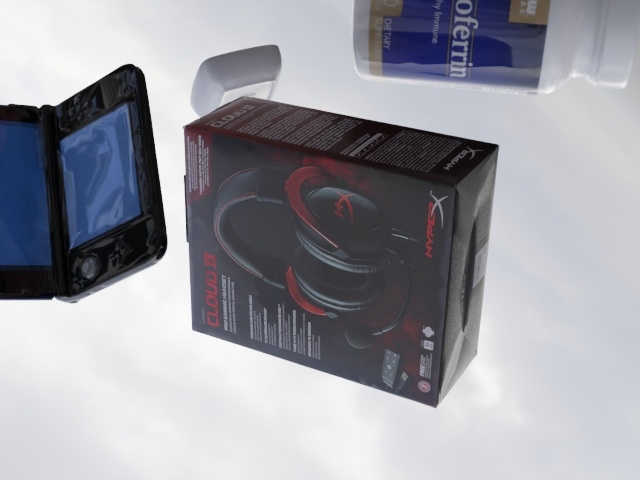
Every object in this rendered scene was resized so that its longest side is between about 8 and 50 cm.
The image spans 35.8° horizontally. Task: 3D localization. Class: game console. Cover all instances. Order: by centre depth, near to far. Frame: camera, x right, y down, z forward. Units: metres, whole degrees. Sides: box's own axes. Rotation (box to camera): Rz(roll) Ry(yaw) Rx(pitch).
[{"bbox_3d":[-0.352,-0.082,1.250,0.173,0.250,0.293,23,-131,-54],"label":"game console"}]

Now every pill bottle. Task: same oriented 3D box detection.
[{"bbox_3d":[0.171,-0.221,0.965,0.265,0.153,0.153,6,-166,10],"label":"pill bottle"}]

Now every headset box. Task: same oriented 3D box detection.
[{"bbox_3d":[0.000,0.000,0.913,0.293,0.218,0.110,15,-151,25],"label":"headset box"}]

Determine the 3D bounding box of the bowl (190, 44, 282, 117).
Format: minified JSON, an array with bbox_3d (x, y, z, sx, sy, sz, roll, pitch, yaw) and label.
[{"bbox_3d":[-0.127,-0.237,1.552,0.142,0.142,0.053,-16,-110,-24],"label":"bowl"}]
